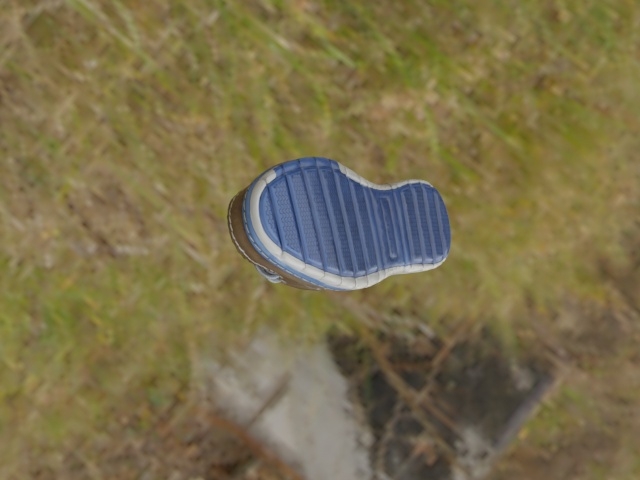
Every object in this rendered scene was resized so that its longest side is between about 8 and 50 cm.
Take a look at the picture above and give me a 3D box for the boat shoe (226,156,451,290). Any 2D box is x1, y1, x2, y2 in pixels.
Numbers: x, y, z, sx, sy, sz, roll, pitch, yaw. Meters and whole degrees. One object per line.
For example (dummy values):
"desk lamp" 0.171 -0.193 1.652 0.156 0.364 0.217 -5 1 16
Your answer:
"boat shoe" 0.000 0.000 0.892 0.066 0.066 0.183 -15 168 30
